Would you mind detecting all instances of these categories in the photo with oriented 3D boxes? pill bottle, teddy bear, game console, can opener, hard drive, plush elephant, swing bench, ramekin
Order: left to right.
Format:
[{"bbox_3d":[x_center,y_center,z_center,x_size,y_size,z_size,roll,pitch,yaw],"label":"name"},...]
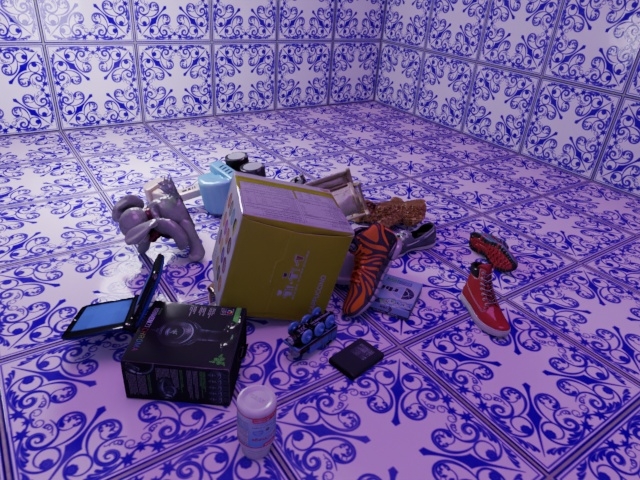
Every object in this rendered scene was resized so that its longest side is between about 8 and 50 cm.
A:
[{"bbox_3d":[-0.579,0.151,1.371,0.174,0.250,0.293,23,3,-19],"label":"game console"},{"bbox_3d":[-0.603,-0.055,1.736,0.256,0.329,0.272,-24,44,-11],"label":"plush elephant"},{"bbox_3d":[-0.142,0.407,1.061,0.087,0.160,0.087,3,30,-2],"label":"pill bottle"},{"bbox_3d":[-0.112,-0.249,2.347,0.095,0.076,0.283,-23,25,17],"label":"can opener"},{"bbox_3d":[0.049,-0.174,2.049,0.254,0.165,0.254,-19,23,-1],"label":"swing bench"},{"bbox_3d":[0.117,0.042,1.739,0.273,0.127,0.273,-4,24,2],"label":"ramekin"},{"bbox_3d":[0.103,0.336,1.364,0.135,0.022,0.094,-22,39,-40],"label":"hard drive"},{"bbox_3d":[0.302,-0.118,2.140,0.338,0.113,0.245,-5,23,-2],"label":"teddy bear"}]

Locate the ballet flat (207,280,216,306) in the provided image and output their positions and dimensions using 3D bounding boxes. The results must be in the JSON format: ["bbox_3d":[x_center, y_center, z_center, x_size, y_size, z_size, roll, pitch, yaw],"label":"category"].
[{"bbox_3d":[-0.317,0.199,1.519,0.067,0.073,0.206,-31,34,-6],"label":"ballet flat"}]

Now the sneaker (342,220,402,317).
[{"bbox_3d":[0.121,0.078,1.549,0.125,0.180,0.321,-3,53,59],"label":"sneaker"}]

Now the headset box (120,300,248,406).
[{"bbox_3d":[-0.335,0.293,1.266,0.283,0.131,0.246,6,30,1],"label":"headset box"}]

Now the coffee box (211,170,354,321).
[{"bbox_3d":[-0.137,0.020,1.511,0.339,0.337,0.334,9,26,-20],"label":"coffee box"}]

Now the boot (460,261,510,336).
[{"bbox_3d":[0.546,0.179,1.553,0.089,0.176,0.244,-2,31,-15],"label":"boot"}]

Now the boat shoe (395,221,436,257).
[{"bbox_3d":[0.336,-0.008,1.930,0.320,0.099,0.116,-11,33,-25],"label":"boat shoe"}]

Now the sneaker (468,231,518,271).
[{"bbox_3d":[0.716,0.033,1.911,0.125,0.104,0.262,-4,31,-19],"label":"sneaker"}]

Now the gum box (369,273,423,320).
[{"bbox_3d":[0.249,0.187,1.630,0.157,0.041,0.184,16,31,20],"label":"gum box"}]

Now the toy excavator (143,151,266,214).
[{"bbox_3d":[-0.505,-0.226,2.114,0.445,0.222,0.433,-25,39,-28],"label":"toy excavator"}]

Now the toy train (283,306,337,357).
[{"bbox_3d":[-0.025,0.269,1.379,0.080,0.105,0.184,23,34,35],"label":"toy train"}]
